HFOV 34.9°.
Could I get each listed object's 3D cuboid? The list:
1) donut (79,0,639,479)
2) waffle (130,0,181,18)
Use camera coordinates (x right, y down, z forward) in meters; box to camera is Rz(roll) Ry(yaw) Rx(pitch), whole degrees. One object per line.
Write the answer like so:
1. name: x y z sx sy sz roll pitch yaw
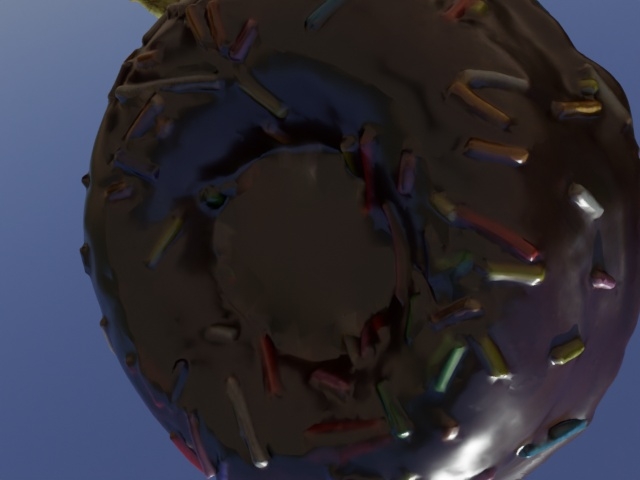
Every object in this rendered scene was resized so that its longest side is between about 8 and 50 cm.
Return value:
1. donut: 0.000 0.000 0.386 0.235 0.235 0.089 -4 -173 34
2. waffle: -0.165 -0.394 1.291 0.301 0.058 0.281 31 -117 9
